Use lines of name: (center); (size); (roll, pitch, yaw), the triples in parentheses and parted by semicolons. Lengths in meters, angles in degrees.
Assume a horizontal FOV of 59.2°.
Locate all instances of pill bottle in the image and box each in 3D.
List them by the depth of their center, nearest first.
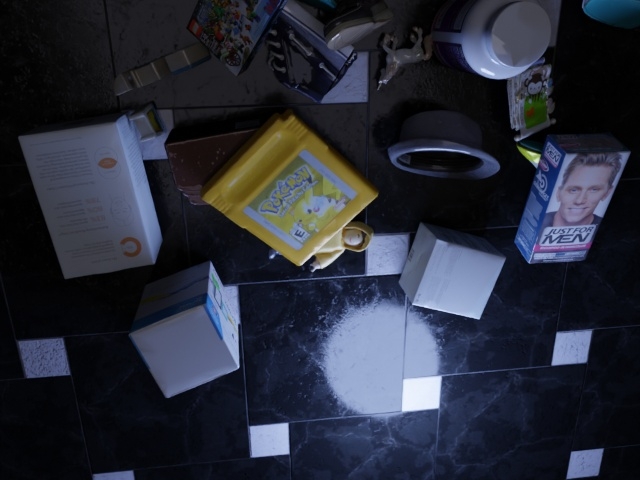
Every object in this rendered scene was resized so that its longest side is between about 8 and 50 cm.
pill bottle: (0.373, -0.456, 1.245); (0.182, 0.323, 0.181); (-3, 112, -7)

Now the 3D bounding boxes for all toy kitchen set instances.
toy kitchen set: (-0.348, -0.345, 1.323); (0.207, 0.122, 0.166); (-14, 114, 19)

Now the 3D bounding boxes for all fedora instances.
fedora: (0.306, -0.244, 1.400); (0.276, 0.244, 0.124); (7, 81, -1)

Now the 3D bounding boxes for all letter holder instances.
letter holder: (-0.197, -0.177, 1.371); (0.302, 0.152, 0.214); (-10, 114, -4)

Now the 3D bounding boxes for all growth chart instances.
growth chart: (0.531, -0.372, 1.422); (0.172, 0.021, 0.237); (-33, 123, -17)

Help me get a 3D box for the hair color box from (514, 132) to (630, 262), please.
hair color box: (0.652, -0.105, 1.488); (0.174, 0.105, 0.347); (-4, 128, -7)

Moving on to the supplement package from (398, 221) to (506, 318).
supplement package: (0.354, 0.080, 1.543); (0.203, 0.149, 0.194); (14, 108, -13)

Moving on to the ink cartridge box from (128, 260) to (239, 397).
ink cartridge box: (-0.335, 0.214, 1.438); (0.197, 0.270, 0.198); (-22, 112, 0)

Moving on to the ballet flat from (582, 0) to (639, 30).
ballet flat: (0.820, -0.582, 1.381); (0.409, 0.147, 0.147); (11, 109, -15)

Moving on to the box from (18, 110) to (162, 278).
box: (-0.530, -0.110, 1.341); (0.215, 0.168, 0.345); (-10, 111, -4)

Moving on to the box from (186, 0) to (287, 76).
box: (-0.183, -0.493, 1.217); (0.159, 0.044, 0.233); (43, 138, -4)

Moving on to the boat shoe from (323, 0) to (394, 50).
boat shoe: (0.073, -0.493, 1.239); (0.103, 0.285, 0.092); (-26, 101, 40)

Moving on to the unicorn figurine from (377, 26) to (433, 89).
unicorn figurine: (0.192, -0.445, 1.356); (0.162, 0.060, 0.111); (-9, 85, 30)

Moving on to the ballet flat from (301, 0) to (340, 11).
ballet flat: (-0.116, -0.638, 1.224); (0.400, 0.139, 0.139); (18, 108, -12)

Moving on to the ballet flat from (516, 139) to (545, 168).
ballet flat: (0.626, -0.216, 1.511); (0.231, 0.077, 0.077); (5, 124, -11)

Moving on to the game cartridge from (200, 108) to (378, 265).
game cartridge: (-0.067, -0.113, 1.319); (0.285, 0.052, 0.324); (-43, 126, 16)

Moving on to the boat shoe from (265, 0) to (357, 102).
boat shoe: (-0.088, -0.454, 1.287); (0.341, 0.127, 0.158); (30, 97, -18)

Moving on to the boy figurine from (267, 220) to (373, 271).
boy figurine: (0.000, 0.000, 1.498); (0.285, 0.092, 0.177); (0, 108, -4)
